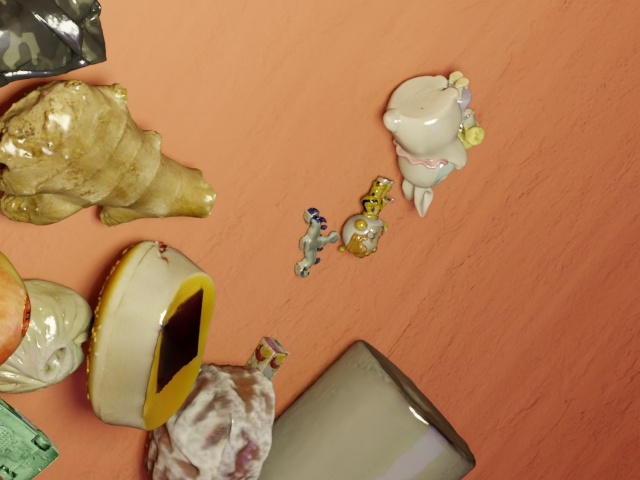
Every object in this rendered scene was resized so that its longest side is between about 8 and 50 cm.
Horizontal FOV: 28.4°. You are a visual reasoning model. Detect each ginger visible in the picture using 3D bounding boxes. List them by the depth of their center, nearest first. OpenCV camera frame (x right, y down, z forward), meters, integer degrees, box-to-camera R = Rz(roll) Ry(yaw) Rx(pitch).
[{"bbox_3d":[-0.308,-0.079,1.750,0.236,0.166,0.375,-49,132,-6],"label":"ginger"}]

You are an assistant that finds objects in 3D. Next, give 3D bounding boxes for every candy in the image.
[{"bbox_3d":[-0.193,0.337,2.130,0.157,0.214,0.289,10,120,-40],"label":"candy"}]

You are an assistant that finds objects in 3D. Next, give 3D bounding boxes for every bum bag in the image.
[{"bbox_3d":[-0.429,-0.243,1.573,0.341,0.095,0.144,-23,110,-23],"label":"bum bag"}]

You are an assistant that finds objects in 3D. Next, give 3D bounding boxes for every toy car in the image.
[{"bbox_3d":[-0.505,0.293,1.965,0.090,0.076,0.224,-40,130,-1],"label":"toy car"}]

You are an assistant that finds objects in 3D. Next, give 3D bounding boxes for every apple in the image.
[{"bbox_3d":[-0.498,0.095,1.717,0.209,0.209,0.164,-33,155,-11],"label":"apple"}]

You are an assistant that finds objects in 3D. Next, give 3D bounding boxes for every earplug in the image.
[{"bbox_3d":[0.042,0.421,2.302,0.394,0.312,0.312,-44,138,2],"label":"earplug"}]

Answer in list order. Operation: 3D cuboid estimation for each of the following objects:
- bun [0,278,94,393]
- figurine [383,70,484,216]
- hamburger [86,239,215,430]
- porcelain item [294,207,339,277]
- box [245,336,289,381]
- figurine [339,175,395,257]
[{"bbox_3d":[-0.421,0.153,1.876,0.193,0.128,0.178,6,118,-42],"label":"bun"},{"bbox_3d":[0.188,-0.158,2.090,0.155,0.127,0.235,-39,144,-18],"label":"figurine"},{"bbox_3d":[-0.271,0.147,1.924,0.227,0.151,0.295,-36,146,-63],"label":"hamburger"},{"bbox_3d":[0.000,0.000,2.142,0.075,0.021,0.136,-11,129,-30],"label":"porcelain item"},{"bbox_3d":[-0.129,0.266,2.241,0.041,0.050,0.207,18,111,-43],"label":"box"},{"bbox_3d":[0.081,-0.039,2.142,0.101,0.068,0.143,-31,141,-49],"label":"figurine"}]
